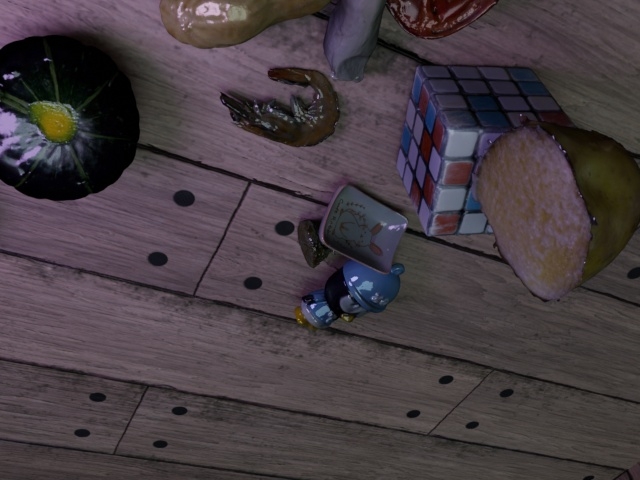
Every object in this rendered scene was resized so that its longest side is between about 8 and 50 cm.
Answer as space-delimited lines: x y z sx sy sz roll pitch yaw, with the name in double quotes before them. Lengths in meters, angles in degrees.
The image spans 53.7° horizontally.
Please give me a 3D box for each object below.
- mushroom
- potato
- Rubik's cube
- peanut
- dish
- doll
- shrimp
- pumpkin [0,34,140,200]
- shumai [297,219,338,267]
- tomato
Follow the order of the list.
"mushroom" 0.066 -0.387 1.082 0.097 0.110 0.351 10 162 -5
"potato" 0.438 -0.076 1.078 0.237 0.301 0.289 -18 169 -20
"Rubik's cube" 0.316 -0.183 1.273 0.258 0.256 0.254 -1 131 -10
"peanut" -0.117 -0.410 1.074 0.318 0.148 0.148 -14 132 4
"dish" 0.089 -0.027 1.475 0.212 0.077 0.151 27 80 -29
"doll" 0.080 0.136 1.604 0.314 0.141 0.177 -33 141 26
"shrimp" -0.072 -0.274 1.271 0.253 0.058 0.173 19 118 -28
"pumpkin" -0.480 -0.222 1.153 0.295 0.296 0.296 -4 132 -5
"shumai" 0.001 0.001 1.509 0.087 0.099 0.124 -18 137 -15
"tomato" 0.209 -0.477 1.103 0.227 0.101 0.228 -3 123 -4
